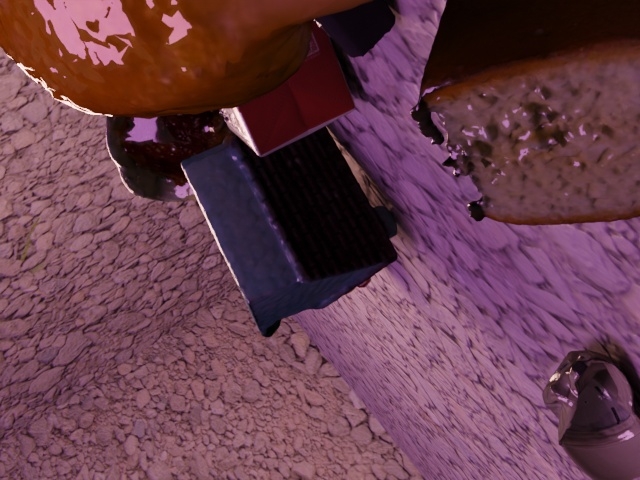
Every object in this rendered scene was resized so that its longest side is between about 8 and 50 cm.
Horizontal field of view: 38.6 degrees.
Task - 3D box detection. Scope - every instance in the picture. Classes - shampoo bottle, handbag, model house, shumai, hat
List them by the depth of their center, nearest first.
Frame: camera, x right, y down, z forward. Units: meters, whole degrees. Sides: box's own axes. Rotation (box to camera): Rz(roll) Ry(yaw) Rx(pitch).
[{"bbox_3d":[-0.041,-0.279,0.797,0.309,0.071,0.098,37,-165,-53],"label":"shampoo bottle"},{"bbox_3d":[0.296,0.177,0.937,0.166,0.081,0.122,43,132,-5],"label":"hat"},{"bbox_3d":[-0.092,-0.269,1.121,0.298,0.151,0.171,65,171,-25],"label":"handbag"},{"bbox_3d":[-0.038,-0.038,1.373,0.280,0.249,0.230,63,173,17],"label":"model house"},{"bbox_3d":[-0.242,-0.236,1.522,0.330,0.288,0.292,61,173,-18],"label":"shumai"}]

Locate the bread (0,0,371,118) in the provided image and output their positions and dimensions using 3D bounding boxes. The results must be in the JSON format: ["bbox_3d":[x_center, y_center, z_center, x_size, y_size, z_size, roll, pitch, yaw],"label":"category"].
[{"bbox_3d":[-0.087,-0.254,0.402,0.361,0.250,0.394,-118,25,-56],"label":"bread"}]

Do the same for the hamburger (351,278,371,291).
[{"bbox_3d":[0.000,0.000,1.544,0.210,0.173,0.116,63,-154,-29],"label":"hamburger"}]

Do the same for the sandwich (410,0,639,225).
[{"bbox_3d":[0.141,-0.123,0.538,0.235,0.128,0.122,-72,-32,-42],"label":"sandwich"}]
